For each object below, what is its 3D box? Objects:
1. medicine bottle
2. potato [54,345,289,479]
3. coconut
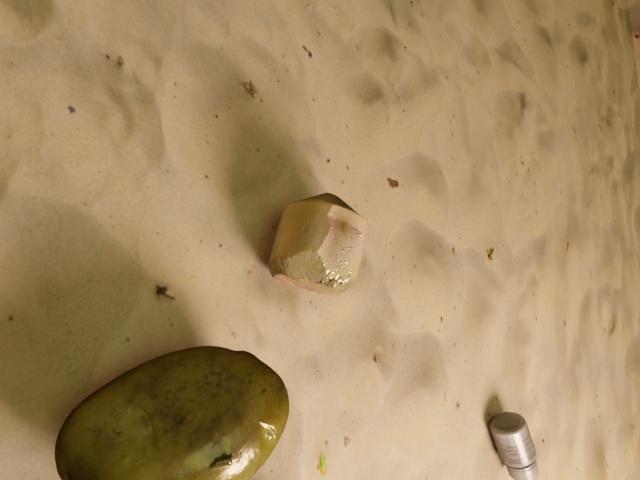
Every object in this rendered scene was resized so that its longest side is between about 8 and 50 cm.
[{"bbox_3d":[0.440,0.466,0.941,0.080,0.080,0.130,-27,99,-36],"label":"medicine bottle"},{"bbox_3d":[-0.158,0.216,0.480,0.228,0.197,0.148,-33,123,-46],"label":"potato"},{"bbox_3d":[0.000,0.000,0.651,0.147,0.147,0.152,27,72,-30],"label":"coconut"}]
